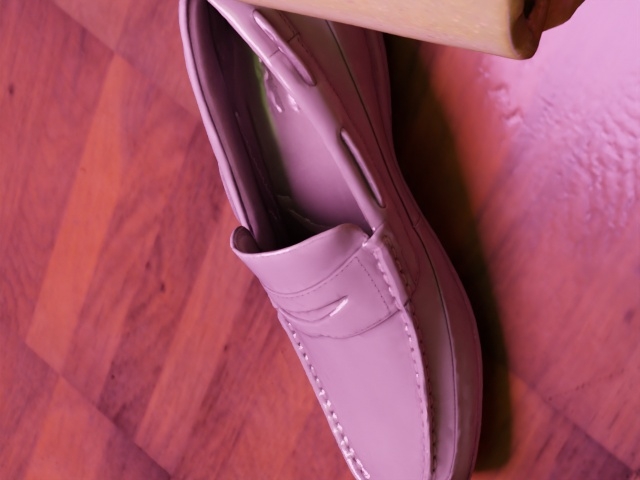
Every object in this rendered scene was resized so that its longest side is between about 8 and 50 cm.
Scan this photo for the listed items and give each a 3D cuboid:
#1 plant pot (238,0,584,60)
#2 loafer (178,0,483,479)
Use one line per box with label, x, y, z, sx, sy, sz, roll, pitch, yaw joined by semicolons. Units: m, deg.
plant pot;0.005;-0.200;0.752;0.253;0.276;0.276;22;124;16
loafer;0.000;0.000;0.925;0.112;0.111;0.320;-9;104;42
